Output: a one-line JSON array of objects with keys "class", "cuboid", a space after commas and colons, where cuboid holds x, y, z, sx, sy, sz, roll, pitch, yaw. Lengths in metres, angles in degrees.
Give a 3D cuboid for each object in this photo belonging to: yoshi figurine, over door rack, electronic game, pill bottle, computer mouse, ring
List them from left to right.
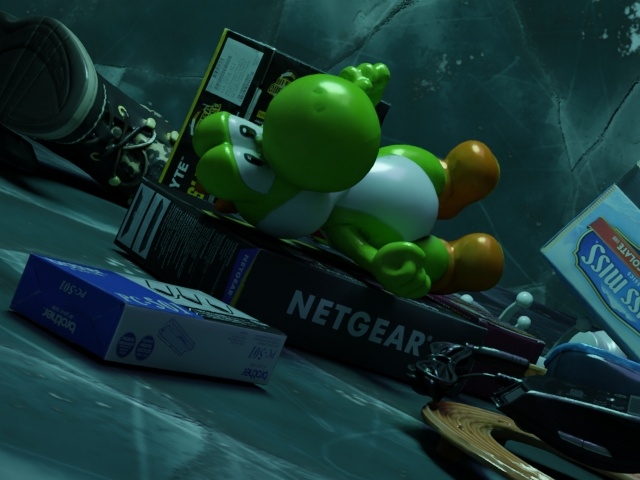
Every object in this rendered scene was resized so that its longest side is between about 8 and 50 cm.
[{"class": "electronic game", "cuboid": [-0.441, -0.144, 2.025, 0.229, 0.048, 0.229, 31, 1, 0]}, {"class": "yoshi figurine", "cuboid": [0.051, -0.060, 1.620, 0.362, 0.203, 0.203, 16, 16, -42]}, {"class": "over door rack", "cuboid": [0.260, 0.127, 2.070, 0.239, 0.108, 0.324, 20, 6, -34]}, {"class": "computer mouse", "cuboid": [0.202, 0.147, 1.447, 0.262, 0.060, 0.184, 12, 7, 6]}, {"class": "ring", "cuboid": [0.233, 0.213, 1.365, 0.336, 0.032, 0.336, 24, 4, -2]}, {"class": "pill bottle", "cuboid": [0.426, 0.180, 2.432, 0.160, 0.087, 0.087, 20, 6, -38]}]

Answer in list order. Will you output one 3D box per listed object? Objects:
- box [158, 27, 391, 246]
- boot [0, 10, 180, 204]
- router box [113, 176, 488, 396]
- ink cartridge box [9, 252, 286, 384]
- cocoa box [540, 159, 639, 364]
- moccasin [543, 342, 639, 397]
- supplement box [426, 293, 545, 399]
[{"class": "box", "cuboid": [-0.058, -0.086, 1.982, 0.079, 0.257, 0.322, 24, 5, 27]}, {"class": "boot", "cuboid": [-0.285, -0.148, 2.067, 0.284, 0.138, 0.377, 36, -7, -35]}, {"class": "router box", "cuboid": [-0.020, 0.047, 1.703, 0.308, 0.081, 0.243, 21, 5, -37]}, {"class": "ink cartridge box", "cuboid": [-0.121, 0.060, 1.233, 0.097, 0.046, 0.207, 25, 4, 32]}, {"class": "cocoa box", "cuboid": [0.485, 0.084, 2.125, 0.347, 0.228, 0.231, 50, 5, 22]}, {"class": "moccasin", "cuboid": [0.367, 0.210, 1.620, 0.342, 0.117, 0.138, 20, -10, 24]}, {"class": "supplement box", "cuboid": [0.142, 0.106, 1.859, 0.104, 0.081, 0.188, 21, 4, -36]}]
